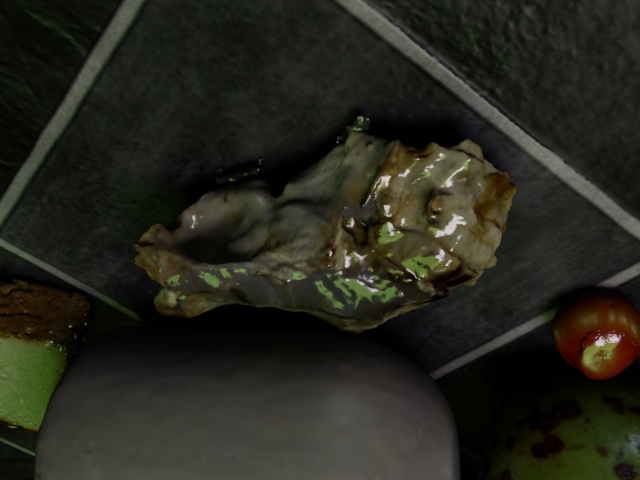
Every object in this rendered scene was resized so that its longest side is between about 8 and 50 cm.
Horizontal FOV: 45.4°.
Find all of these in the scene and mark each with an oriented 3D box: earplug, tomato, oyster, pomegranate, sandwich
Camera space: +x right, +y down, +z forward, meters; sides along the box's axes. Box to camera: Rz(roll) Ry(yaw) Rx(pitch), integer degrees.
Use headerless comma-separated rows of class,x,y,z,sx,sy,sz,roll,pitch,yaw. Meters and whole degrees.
earplug,-0.050,0.252,0.818,0.393,0.313,0.313,0,136,12
tomato,0.270,0.093,0.738,0.087,0.075,0.087,7,133,7
oyster,-0.001,-0.005,0.666,0.336,0.133,0.198,-2,128,10
pomegranate,0.290,0.259,0.745,0.242,0.306,0.243,-11,116,-22
sandwich,-0.441,0.122,0.937,0.300,0.099,0.271,20,142,-11
